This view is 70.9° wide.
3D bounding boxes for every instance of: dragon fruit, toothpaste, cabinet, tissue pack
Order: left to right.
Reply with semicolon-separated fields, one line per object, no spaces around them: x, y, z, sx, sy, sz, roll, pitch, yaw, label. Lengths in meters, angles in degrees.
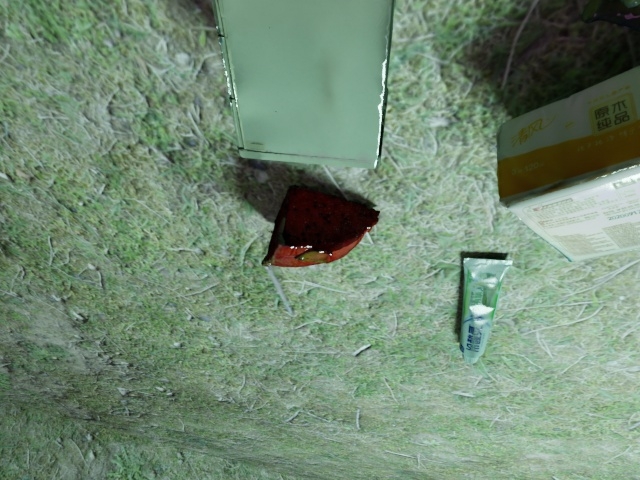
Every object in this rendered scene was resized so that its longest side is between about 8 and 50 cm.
-0.006;-0.197;0.421;0.150;0.144;0.206;6;139;7;cabinet
-0.001;0.002;0.674;0.161;0.120;0.127;11;146;-6;dragon fruit
0.285;0.134;0.814;0.075;0.048;0.296;2;136;13;toothpaste
0.329;-0.080;0.456;0.185;0.124;0.225;29;147;-35;tissue pack

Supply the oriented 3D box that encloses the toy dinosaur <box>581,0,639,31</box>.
0.355;-0.228;0.379;0.189;0.075;0.247;8;135;-11;toy dinosaur
